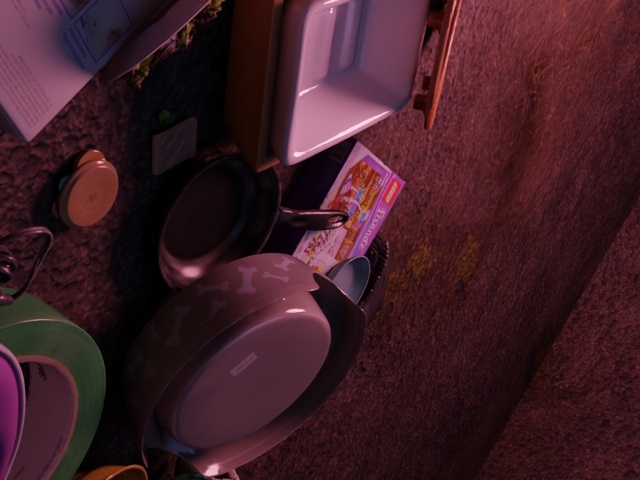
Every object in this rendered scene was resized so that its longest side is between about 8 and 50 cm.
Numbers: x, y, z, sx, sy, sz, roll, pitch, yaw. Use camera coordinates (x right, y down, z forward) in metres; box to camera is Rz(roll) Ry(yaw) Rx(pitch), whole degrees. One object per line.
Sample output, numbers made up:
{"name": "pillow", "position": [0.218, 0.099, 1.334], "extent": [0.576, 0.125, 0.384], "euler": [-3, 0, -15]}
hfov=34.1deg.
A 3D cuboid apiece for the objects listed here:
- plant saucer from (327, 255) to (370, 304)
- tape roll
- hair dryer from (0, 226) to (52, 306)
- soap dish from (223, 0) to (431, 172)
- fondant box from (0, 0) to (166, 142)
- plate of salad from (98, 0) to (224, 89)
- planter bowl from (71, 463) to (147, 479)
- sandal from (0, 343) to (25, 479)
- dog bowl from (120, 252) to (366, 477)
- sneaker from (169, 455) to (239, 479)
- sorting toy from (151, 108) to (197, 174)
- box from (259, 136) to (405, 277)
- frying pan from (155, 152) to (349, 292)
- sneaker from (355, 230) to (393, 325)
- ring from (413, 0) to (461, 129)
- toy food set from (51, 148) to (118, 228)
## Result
{"name": "plant saucer", "position": [0.030, 0.072, 1.567], "extent": [0.119, 0.021, 0.119], "euler": [-41, 148, -34]}
{"name": "tape roll", "position": [-0.368, 0.206, 1.085], "extent": [0.321, 0.077, 0.321], "euler": [-40, 145, -35]}
{"name": "hair dryer", "position": [-0.365, 0.044, 0.894], "extent": [0.293, 0.080, 0.223], "euler": [-45, 134, -23]}
{"name": "soap dish", "position": [0.008, -0.236, 1.260], "extent": [0.291, 0.118, 0.229], "euler": [-31, 140, -44]}
{"name": "fondant box", "position": [-0.212, -0.281, 0.867], "extent": [0.330, 0.096, 0.238], "euler": [-50, 151, -18]}
{"name": "plate of salad", "position": [-0.131, -0.211, 0.989], "extent": [0.048, 0.200, 0.200], "euler": [47, 70, -23]}
{"name": "planter bowl", "position": [-0.315, 0.348, 1.282], "extent": [0.217, 0.090, 0.217], "euler": [-51, 159, -28]}
{"name": "sandal", "position": [-0.354, 0.285, 0.987], "extent": [0.169, 0.102, 0.416], "euler": [-6, 121, -58]}
{"name": "dog bowl", "position": [-0.107, 0.162, 1.377], "extent": [0.349, 0.102, 0.348], "euler": [-29, 146, -22]}
{"name": "sneaker", "position": [-0.192, 0.389, 1.474], "extent": [0.158, 0.182, 0.410], "euler": [-22, 164, 7]}
{"name": "sorting toy", "position": [-0.167, -0.119, 1.186], "extent": [0.062, 0.012, 0.083], "euler": [-31, 144, -37]}
{"name": "box", "position": [0.000, 0.000, 1.536], "extent": [0.293, 0.057, 0.201], "euler": [-60, 152, -1]}
{"name": "frying pan", "position": [-0.083, -0.049, 1.325], "extent": [0.326, 0.053, 0.197], "euler": [-30, 139, -37]}
{"name": "sneaker", "position": [0.046, 0.120, 1.687], "extent": [0.286, 0.109, 0.130], "euler": [-60, 159, 3]}
{"name": "ring", "position": [0.173, -0.318, 1.426], "extent": [0.336, 0.032, 0.336], "euler": [12, 90, -84]}
{"name": "toy food set", "position": [-0.248, -0.050, 1.105], "extent": [0.082, 0.020, 0.083], "euler": [-53, 152, -15]}
